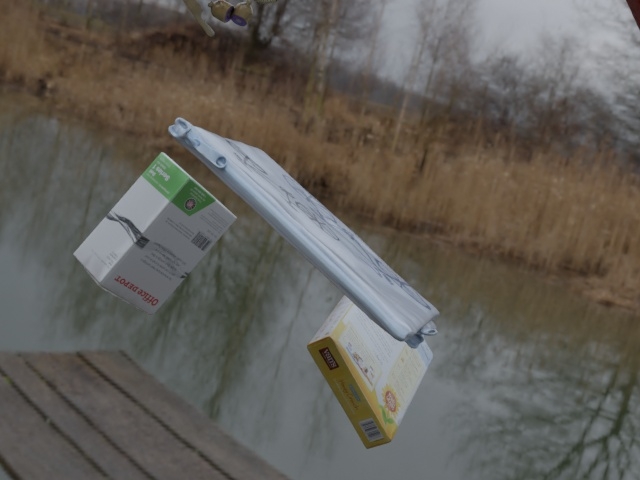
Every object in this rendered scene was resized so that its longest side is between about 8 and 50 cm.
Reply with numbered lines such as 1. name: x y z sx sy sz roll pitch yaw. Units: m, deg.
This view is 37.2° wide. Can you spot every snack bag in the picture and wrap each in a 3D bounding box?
1. snack bag: 0.000 0.000 1.047 0.323 0.037 0.342 43 7 8

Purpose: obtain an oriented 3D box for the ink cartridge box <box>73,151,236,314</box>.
1. ink cartridge box: -0.265 -0.007 1.539 0.092 0.219 0.160 40 -3 33

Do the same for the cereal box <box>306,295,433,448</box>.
1. cereal box: 0.078 0.159 1.364 0.047 0.173 0.240 -25 11 28

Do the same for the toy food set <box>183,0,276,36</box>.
1. toy food set: -0.081 -0.267 0.989 0.078 0.122 0.019 53 5 -26

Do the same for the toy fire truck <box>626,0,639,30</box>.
1. toy fire truck: 0.528 -0.287 1.167 0.302 0.254 0.169 8 -16 4
